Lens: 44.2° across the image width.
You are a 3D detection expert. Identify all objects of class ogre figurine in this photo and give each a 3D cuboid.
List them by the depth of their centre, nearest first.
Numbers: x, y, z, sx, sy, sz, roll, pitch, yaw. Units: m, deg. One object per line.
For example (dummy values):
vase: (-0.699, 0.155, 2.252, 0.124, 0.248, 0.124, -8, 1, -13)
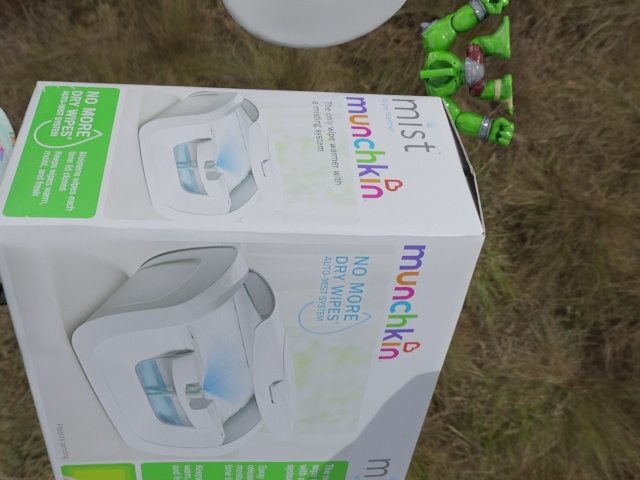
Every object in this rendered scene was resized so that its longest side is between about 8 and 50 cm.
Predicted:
ogre figurine: (0.193, -0.226, 1.045, 0.118, 0.097, 0.197, -2, 117, 13)

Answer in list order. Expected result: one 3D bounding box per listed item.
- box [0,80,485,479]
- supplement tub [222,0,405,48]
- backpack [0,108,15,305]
box: (-0.049, 0.046, 0.485, 0.230, 0.262, 0.127, 2, 44, -7)
supplement tub: (-0.015, -0.238, 0.503, 0.144, 0.144, 0.200, -6, 59, -8)
backpack: (-0.315, -0.037, 0.637, 0.151, 0.182, 0.115, 12, 45, -7)
